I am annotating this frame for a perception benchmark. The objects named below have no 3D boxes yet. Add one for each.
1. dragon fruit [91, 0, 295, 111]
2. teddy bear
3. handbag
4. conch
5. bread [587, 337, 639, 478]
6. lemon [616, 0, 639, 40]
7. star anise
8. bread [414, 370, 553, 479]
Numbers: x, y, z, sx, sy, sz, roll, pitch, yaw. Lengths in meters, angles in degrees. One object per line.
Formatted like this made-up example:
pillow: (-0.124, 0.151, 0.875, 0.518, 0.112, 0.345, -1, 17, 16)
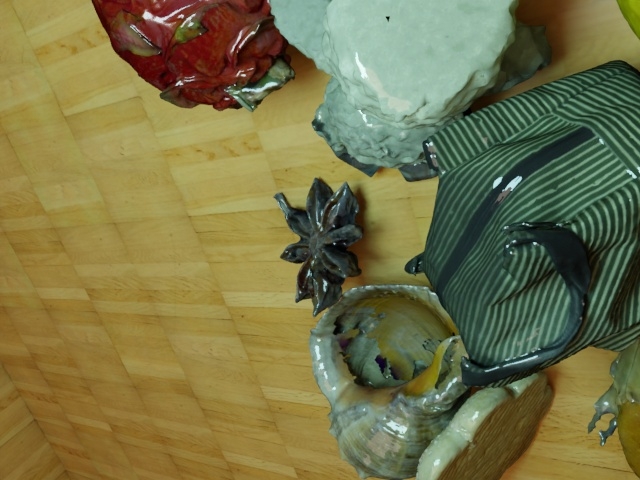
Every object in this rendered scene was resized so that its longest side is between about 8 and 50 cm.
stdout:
dragon fruit: (-0.163, -0.329, 0.789, 0.277, 0.277, 0.343, -23, 105, 42)
teddy bear: (0.105, -0.252, 0.709, 0.327, 0.362, 0.376, 8, 99, 4)
handbag: (0.237, -0.001, 0.653, 0.341, 0.240, 0.247, 89, 165, -50)
conch: (0.134, 0.205, 0.978, 0.297, 0.210, 0.352, 48, 113, 13)
bread: (0.536, 0.288, 0.751, 0.388, 0.183, 0.236, 41, 136, 6)
lemon: (0.377, -0.250, 0.419, 0.335, 0.336, 0.336, 18, 127, 25)
star anise: (0.000, -0.001, 0.980, 0.262, 0.081, 0.230, 50, 130, 49)
bread: (0.240, 0.317, 0.916, 0.054, 0.315, 0.316, 41, 138, 39)
